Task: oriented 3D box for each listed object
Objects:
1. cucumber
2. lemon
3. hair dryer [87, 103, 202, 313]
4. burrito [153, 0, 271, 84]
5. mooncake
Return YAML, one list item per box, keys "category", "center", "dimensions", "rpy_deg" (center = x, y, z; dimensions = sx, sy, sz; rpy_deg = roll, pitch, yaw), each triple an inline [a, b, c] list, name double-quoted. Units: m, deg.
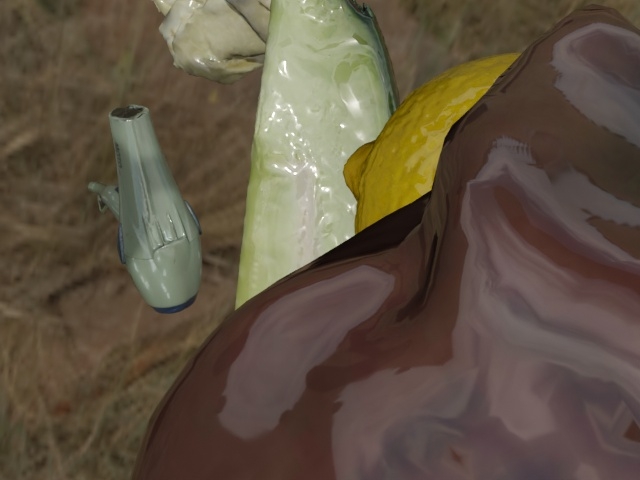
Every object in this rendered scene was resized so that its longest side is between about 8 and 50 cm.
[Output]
- category: "cucumber"
  center: [0.002, 0.000, 1.084]
  dimensions: [0.105, 0.145, 0.325]
  rpy_deg: [4, 95, 1]
- category: "lemon"
  center: [0.120, -0.005, 0.957]
  dimensions: [0.244, 0.187, 0.187]
  rpy_deg: [16, 53, 24]
- category: "hair dryer"
  center: [-0.153, -0.055, 1.454]
  dimensions: [0.067, 0.167, 0.199]
  rpy_deg: [-18, 40, -18]
- category: "burrito"
  center: [-0.093, -0.268, 1.251]
  dimensions: [0.107, 0.175, 0.347]
  rpy_deg: [-29, 90, -51]
- category: "mooncake"
  center: [0.129, 0.095, 0.417]
  dimensions: [0.326, 0.334, 0.174]
  rpy_deg: [44, 29, 8]
